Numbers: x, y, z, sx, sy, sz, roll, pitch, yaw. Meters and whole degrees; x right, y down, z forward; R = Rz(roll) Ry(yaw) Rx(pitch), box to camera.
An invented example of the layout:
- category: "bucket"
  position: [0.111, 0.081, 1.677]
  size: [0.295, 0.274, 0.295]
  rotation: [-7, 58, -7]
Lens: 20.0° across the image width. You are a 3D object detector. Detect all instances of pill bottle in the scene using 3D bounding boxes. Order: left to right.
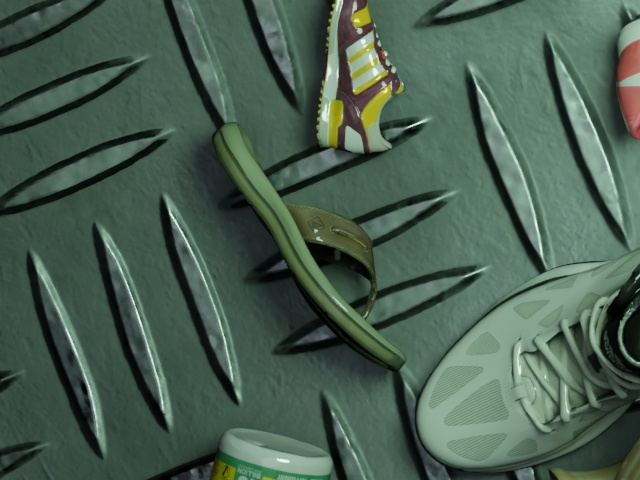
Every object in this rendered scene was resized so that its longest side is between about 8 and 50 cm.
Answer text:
- category: "pill bottle"
  position: [-0.066, 0.302, 1.808]
  size: [0.118, 0.117, 0.208]
  rotation: [15, 93, 12]

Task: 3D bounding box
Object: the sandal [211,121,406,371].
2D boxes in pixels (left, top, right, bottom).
- category: "sandal"
  position: [-0.001, -0.001, 1.799]
  size: [0.086, 0.120, 0.303]
  rotation: [-32, 83, -3]

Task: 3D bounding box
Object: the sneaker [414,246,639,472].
- category: "sneaker"
  position: [0.243, 0.087, 1.647]
  size: [0.447, 0.257, 0.169]
  rotation: [-31, 79, 21]

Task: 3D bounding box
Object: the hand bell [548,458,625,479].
- category: "hand bell"
  position: [0.354, 0.212, 1.741]
  size: [0.242, 0.126, 0.126]
  rotation: [-31, 84, -3]

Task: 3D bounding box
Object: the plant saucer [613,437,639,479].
- category: "plant saucer"
  position: [0.390, 0.214, 1.647]
  size: [0.278, 0.278, 0.041]
  rotation: [-40, 44, 9]

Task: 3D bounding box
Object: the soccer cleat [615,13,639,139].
- category: "soccer cleat"
  position: [0.436, -0.153, 1.692]
  size: [0.318, 0.108, 0.116]
  rotation: [-1, 67, 16]

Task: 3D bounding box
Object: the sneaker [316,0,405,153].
- category: "sneaker"
  position: [0.047, -0.180, 1.814]
  size: [0.084, 0.069, 0.185]
  rotation: [7, 98, 3]
